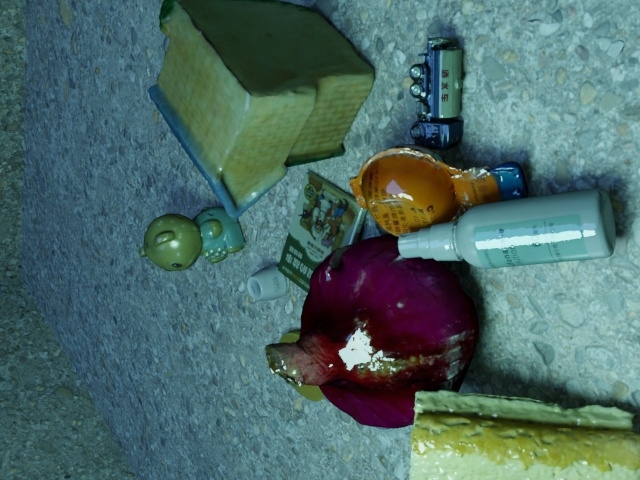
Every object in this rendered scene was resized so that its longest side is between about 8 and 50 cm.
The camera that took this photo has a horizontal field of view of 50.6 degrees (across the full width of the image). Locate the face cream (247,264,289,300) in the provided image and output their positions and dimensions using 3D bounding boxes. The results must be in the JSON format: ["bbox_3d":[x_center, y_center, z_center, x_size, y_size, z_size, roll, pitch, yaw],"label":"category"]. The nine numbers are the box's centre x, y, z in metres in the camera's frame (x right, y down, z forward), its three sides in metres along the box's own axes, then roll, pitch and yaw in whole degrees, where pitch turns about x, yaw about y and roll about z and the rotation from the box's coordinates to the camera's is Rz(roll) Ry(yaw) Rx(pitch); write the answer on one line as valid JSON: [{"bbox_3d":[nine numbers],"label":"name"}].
[{"bbox_3d":[-0.137,0.114,1.781,0.091,0.095,0.091,20,118,44],"label":"face cream"}]

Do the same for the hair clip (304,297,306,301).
[{"bbox_3d":[-0.004,0.127,1.677,0.072,0.034,0.226,62,142,19],"label":"hair clip"}]

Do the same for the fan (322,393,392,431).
[{"bbox_3d":[0.098,0.370,1.590,0.244,0.074,0.130,0,106,43],"label":"fan"}]

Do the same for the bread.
[{"bbox_3d":[0.338,0.391,1.150,0.375,0.165,0.237,2,117,14],"label":"bread"}]

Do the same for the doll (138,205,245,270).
[{"bbox_3d":[-0.362,-0.004,1.877,0.177,0.260,0.162,-24,83,52],"label":"doll"}]

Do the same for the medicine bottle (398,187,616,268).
[{"bbox_3d":[0.296,-0.009,1.128,0.351,0.110,0.110,-8,98,33],"label":"medicine bottle"}]

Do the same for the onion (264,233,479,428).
[{"bbox_3d":[0.081,0.199,1.299,0.398,0.420,0.399,14,113,37],"label":"onion"}]

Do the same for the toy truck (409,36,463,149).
[{"bbox_3d":[0.219,-0.268,1.241,0.088,0.074,0.202,12,112,38],"label":"toy truck"}]

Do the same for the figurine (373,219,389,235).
[{"bbox_3d":[0.154,-0.046,1.383,0.086,0.094,0.082,-176,108,-77],"label":"figurine"}]

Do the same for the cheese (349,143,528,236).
[{"bbox_3d":[0.207,-0.088,1.236,0.329,0.129,0.217,0,136,30],"label":"cheese"}]

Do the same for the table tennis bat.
[{"bbox_3d":[-0.016,0.320,1.751,0.320,0.050,0.199,-27,86,54],"label":"table tennis bat"}]

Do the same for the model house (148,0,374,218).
[{"bbox_3d":[-0.136,-0.275,1.412,0.335,0.382,0.343,52,135,25],"label":"model house"}]

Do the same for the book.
[{"bbox_3d":[0.000,0.000,1.592,0.202,0.027,0.264,35,117,38],"label":"book"}]
